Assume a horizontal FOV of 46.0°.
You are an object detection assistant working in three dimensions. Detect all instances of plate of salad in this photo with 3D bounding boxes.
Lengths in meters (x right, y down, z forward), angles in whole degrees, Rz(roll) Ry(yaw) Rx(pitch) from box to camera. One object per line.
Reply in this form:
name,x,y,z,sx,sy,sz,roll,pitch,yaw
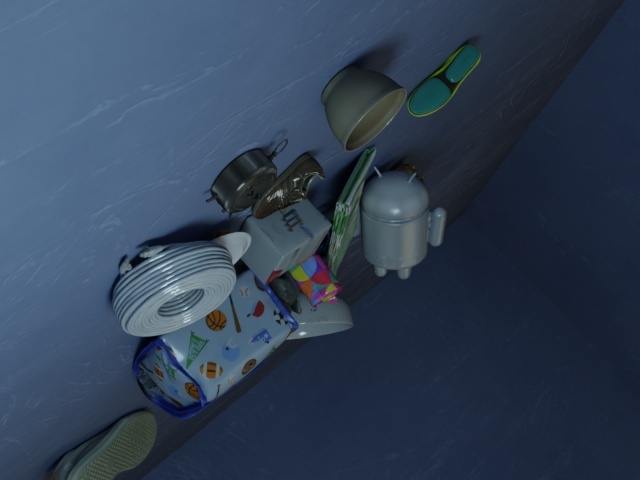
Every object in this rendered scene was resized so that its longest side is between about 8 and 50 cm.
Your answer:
plate of salad,-0.240,0.035,1.628,0.200,0.048,0.200,-31,163,-11

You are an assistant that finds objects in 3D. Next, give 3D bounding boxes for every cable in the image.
cable,-0.285,0.097,1.498,0.257,0.089,0.257,-15,154,-35

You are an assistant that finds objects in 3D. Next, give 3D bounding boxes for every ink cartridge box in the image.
ink cartridge box,-0.089,-0.010,1.774,0.176,0.127,0.128,-32,163,-39

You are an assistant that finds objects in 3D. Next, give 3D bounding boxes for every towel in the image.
towel,0.077,-0.065,2.009,0.324,0.038,0.247,99,13,-49

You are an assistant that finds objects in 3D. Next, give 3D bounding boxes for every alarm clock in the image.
alarm clock,-0.128,-0.123,1.443,0.192,0.064,0.129,-46,167,1

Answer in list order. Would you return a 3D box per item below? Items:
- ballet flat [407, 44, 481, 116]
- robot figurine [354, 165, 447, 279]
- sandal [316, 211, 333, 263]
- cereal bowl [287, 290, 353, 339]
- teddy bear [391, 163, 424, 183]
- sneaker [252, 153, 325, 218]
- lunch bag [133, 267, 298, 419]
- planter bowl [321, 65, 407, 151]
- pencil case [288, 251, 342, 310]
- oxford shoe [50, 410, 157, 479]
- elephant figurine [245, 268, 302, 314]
ballet flat,0.306,-0.391,1.874,0.231,0.077,0.077,-45,-176,1
robot figurine,0.219,-0.056,2.220,0.199,0.300,0.353,-72,161,-53
sandal,0.000,0.000,2.117,0.138,0.126,0.317,-48,169,5
cereal bowl,-0.066,0.231,2.458,0.339,0.141,0.339,-6,167,-1
teddy bear,0.228,-0.137,2.441,0.245,0.113,0.338,-51,159,4
sneaker,-0.071,-0.103,1.652,0.188,0.071,0.066,-46,167,13
lunch bag,-0.283,0.277,1.926,0.328,0.239,0.385,-36,-178,-32
planter bowl,0.072,-0.268,1.458,0.162,0.109,0.162,-40,168,-10
pencil case,-0.041,0.059,1.907,0.104,0.236,0.104,-33,170,-7
oxford shoe,-0.640,0.634,2.257,0.130,0.169,0.449,-4,-167,22
elephant figurine,-0.117,0.139,2.048,0.186,0.169,0.239,-58,168,-27
